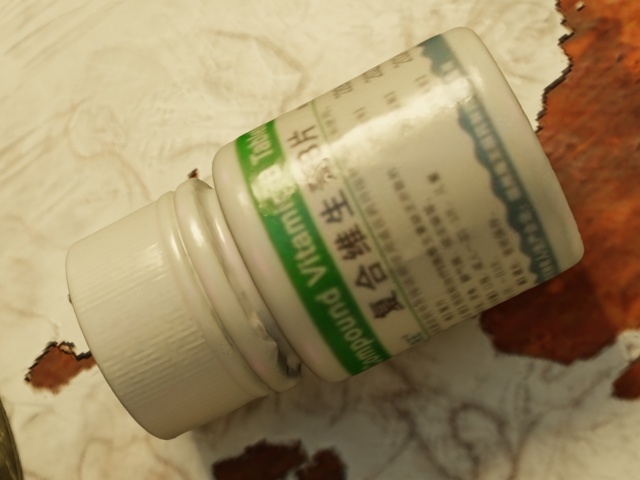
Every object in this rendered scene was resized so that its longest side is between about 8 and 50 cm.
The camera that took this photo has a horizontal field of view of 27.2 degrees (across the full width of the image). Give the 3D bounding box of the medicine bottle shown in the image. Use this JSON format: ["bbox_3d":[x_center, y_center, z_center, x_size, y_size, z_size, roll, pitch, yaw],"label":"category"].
[{"bbox_3d":[0.000,0.000,0.673,0.237,0.139,0.139,-25,63,6],"label":"medicine bottle"}]

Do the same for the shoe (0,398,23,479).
[{"bbox_3d":[-0.242,0.169,0.690,0.159,0.124,0.316,-25,66,8],"label":"shoe"}]
